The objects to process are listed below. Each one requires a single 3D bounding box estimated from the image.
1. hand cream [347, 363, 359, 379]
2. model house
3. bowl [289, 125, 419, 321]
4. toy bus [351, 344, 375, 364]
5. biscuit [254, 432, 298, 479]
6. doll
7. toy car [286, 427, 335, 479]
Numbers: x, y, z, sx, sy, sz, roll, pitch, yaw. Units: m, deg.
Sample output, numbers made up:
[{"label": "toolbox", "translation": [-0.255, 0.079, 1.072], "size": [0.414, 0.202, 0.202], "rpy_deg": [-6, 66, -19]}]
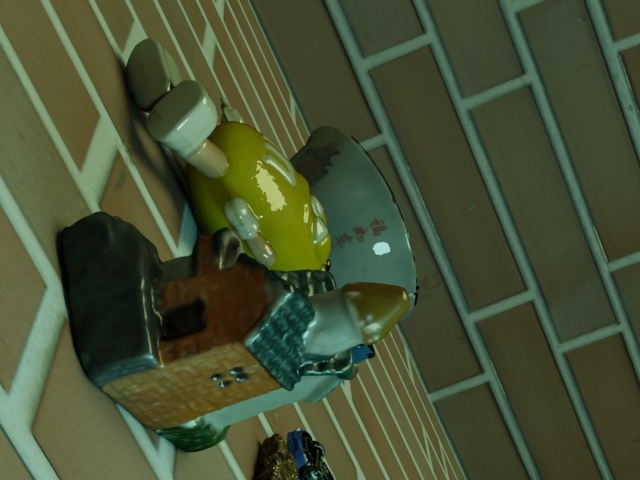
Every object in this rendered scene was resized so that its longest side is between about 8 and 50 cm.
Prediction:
[{"label": "hand cream", "translation": [0.057, 0.215, 2.534], "size": [0.203, 0.084, 0.084], "rpy_deg": [-79, 147, -64]}, {"label": "model house", "translation": [-0.063, 0.064, 1.249], "size": [0.271, 0.301, 0.190], "rpy_deg": [57, 20, -58]}, {"label": "bowl", "translation": [0.000, 0.000, 2.046], "size": [0.345, 0.157, 0.345], "rpy_deg": [52, -26, 37]}, {"label": "toy bus", "translation": [0.018, 0.146, 2.288], "size": [0.184, 0.106, 0.090], "rpy_deg": [56, 9, -37]}, {"label": "biscuit", "translation": [-0.055, 0.303, 1.570], "size": [0.199, 0.034, 0.064], "rpy_deg": [-87, 153, -74]}, {"label": "doll", "translation": [-0.128, -0.101, 1.790], "size": [0.348, 0.161, 0.423], "rpy_deg": [66, 12, 20]}, {"label": "toy car", "translation": [0.003, 0.357, 1.731], "size": [0.216, 0.063, 0.103], "rpy_deg": [61, 8, -11]}]
